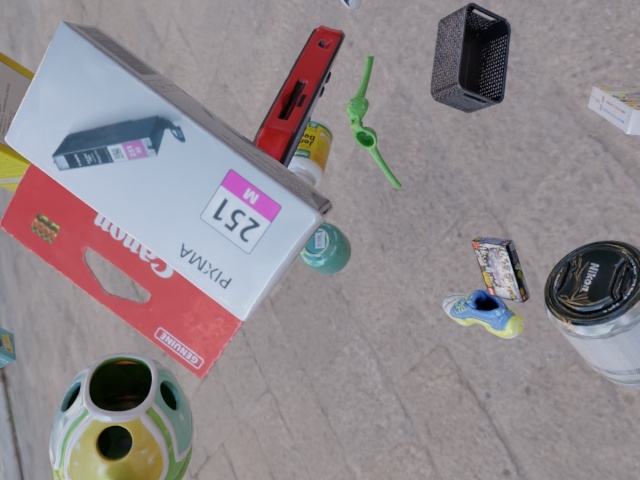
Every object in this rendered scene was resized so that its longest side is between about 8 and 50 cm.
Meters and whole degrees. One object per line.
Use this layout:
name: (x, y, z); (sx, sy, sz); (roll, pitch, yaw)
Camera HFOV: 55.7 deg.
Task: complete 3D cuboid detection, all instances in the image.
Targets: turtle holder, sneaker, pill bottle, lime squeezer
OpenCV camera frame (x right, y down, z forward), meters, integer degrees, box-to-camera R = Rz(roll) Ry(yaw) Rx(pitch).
turtle holder: (-0.345, 0.336, 1.011); (0.244, 0.320, 0.227); (17, 126, 8)
sneaker: (0.373, 0.150, 1.458); (0.240, 0.091, 0.126); (14, 151, 53)
pill bottle: (-0.042, -0.206, 1.569); (0.117, 0.118, 0.208); (-40, 30, 53)
lime squeezer: (0.108, -0.261, 1.369); (0.059, 0.110, 0.310); (-12, 92, 32)

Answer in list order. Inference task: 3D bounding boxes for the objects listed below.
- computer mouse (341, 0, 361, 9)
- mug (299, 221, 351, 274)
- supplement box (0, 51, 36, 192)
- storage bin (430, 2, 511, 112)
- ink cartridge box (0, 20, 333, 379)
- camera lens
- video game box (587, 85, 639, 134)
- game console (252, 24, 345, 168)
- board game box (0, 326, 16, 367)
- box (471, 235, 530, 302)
computer mouse: (0.042, -0.617, 1.371); (0.042, 0.106, 0.193); (-18, 116, 50)
mug: (-0.003, 0.009, 1.597); (0.158, 0.097, 0.129); (42, 92, 27)
supplement box: (-0.666, -0.241, 1.254); (0.195, 0.356, 0.194); (-3, 74, 21)
storage bin: (0.298, -0.359, 1.204); (0.084, 0.122, 0.180); (-4, 75, 61)
ink cartridge box: (-0.167, -0.019, 0.560); (0.275, 0.060, 0.239); (37, 109, 1)
camera lens: (0.601, 0.149, 1.222); (0.274, 0.219, 0.219); (43, 160, -29)
video game box: (0.582, -0.214, 1.007); (0.187, 0.205, 0.048); (-82, -5, -67)
game console: (-0.064, -0.159, 1.069); (0.342, 0.060, 0.386); (113, 179, -52)
board game box: (-0.886, 0.254, 1.296); (0.253, 0.336, 0.079); (68, 179, -58)
box: (0.371, 0.059, 1.249); (0.094, 0.027, 0.137); (11, 128, 59)
